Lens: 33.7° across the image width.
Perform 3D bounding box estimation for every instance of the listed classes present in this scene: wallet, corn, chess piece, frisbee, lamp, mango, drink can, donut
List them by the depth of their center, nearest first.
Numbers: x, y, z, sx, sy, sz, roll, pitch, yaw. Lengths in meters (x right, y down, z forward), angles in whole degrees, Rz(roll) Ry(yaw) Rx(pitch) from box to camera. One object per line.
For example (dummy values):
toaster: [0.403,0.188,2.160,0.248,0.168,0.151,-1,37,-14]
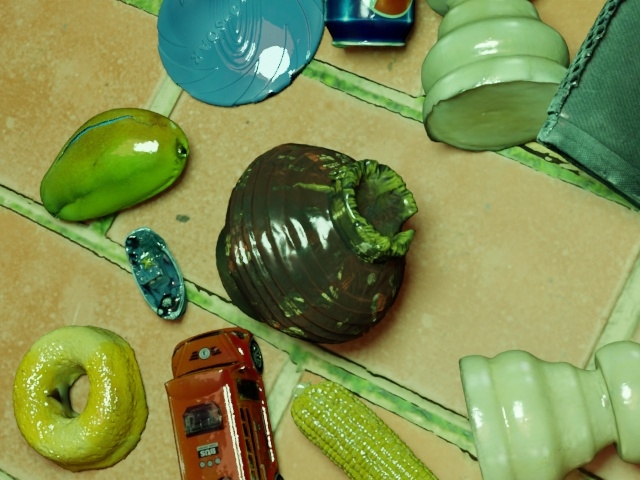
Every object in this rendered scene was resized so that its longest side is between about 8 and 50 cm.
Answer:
chess piece: [0.310,0.180,1.133,0.300,0.167,0.167,-12,75,9]
wallet: [0.402,-0.200,1.181,0.237,0.075,0.342,31,85,-18]
lamp: [0.000,0.000,1.217,0.247,0.247,0.247,-4,77,15]
corn: [0.058,0.247,1.224,0.238,0.080,0.080,41,91,17]
chess piece: [0.196,-0.292,1.272,0.182,0.182,0.330,-10,69,14]
drink can: [0.062,-0.343,1.312,0.118,0.118,0.204,5,103,17]
donut: [-0.311,0.197,1.341,0.174,0.074,0.190,-2,77,16]
mango: [-0.280,-0.100,1.384,0.233,0.111,0.125,-19,59,24]
frisbee: [-0.113,-0.298,1.415,0.242,0.045,0.242,-3,76,14]

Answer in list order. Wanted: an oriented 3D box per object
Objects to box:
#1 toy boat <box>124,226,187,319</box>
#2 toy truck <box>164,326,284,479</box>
toy boat: [-0.211,0.044,1.354,0.060,0.061,0.137,-29,72,8]
toy truck: [-0.118,0.228,1.258,0.108,0.114,0.252,-16,75,13]
